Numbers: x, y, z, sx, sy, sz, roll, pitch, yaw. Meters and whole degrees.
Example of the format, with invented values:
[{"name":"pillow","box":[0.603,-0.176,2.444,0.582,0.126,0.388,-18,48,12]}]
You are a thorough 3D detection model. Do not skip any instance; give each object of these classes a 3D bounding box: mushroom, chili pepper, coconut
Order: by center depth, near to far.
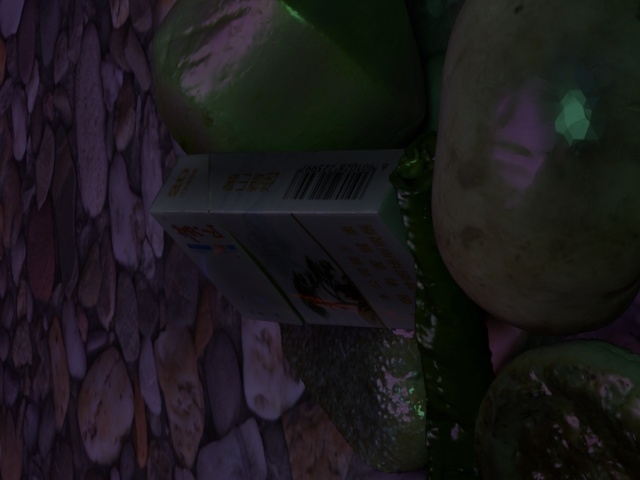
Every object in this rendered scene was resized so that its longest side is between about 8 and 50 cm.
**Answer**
[{"name":"mushroom","box":[0.155,-0.064,0.876,0.255,0.184,0.255,-4,-90,-74]},{"name":"chili pepper","box":[0.087,0.093,1.056,0.085,0.076,0.359,-70,-21,-55]},{"name":"coconut","box":[-0.021,-0.153,1.220,0.236,0.204,0.236,-18,60,35]}]

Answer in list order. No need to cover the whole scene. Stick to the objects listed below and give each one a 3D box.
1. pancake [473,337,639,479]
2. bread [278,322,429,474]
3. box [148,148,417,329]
[{"name":"pancake","box":[0.179,0.170,0.893,0.253,0.037,0.253,40,144,37]},{"name":"bread","box":[0.033,0.058,1.281,0.286,0.056,0.207,42,128,55]},{"name":"box","box":[-0.001,0.000,1.144,0.233,0.149,0.067,1,51,40]}]
